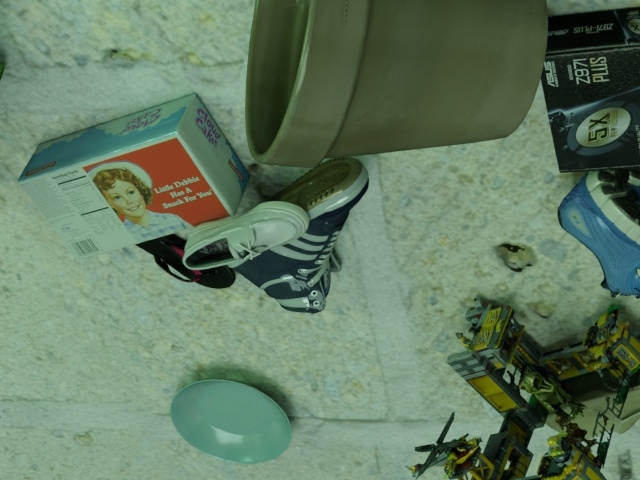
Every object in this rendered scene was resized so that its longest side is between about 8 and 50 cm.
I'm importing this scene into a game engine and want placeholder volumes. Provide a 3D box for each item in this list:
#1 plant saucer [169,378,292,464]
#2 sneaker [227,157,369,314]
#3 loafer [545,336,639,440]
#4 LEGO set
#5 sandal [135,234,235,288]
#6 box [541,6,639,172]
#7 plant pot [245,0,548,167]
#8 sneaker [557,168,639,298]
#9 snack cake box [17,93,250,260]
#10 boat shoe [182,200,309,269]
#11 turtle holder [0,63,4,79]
[{"bbox_3d":[-0.135,0.271,2.300,0.195,0.037,0.195,7,132,8],"label":"plant saucer"},{"bbox_3d":[0.000,0.000,1.970,0.153,0.099,0.282,44,135,-17],"label":"sneaker"},{"bbox_3d":[0.422,0.209,2.053,0.092,0.102,0.268,41,138,-23],"label":"loafer"},{"bbox_3d":[0.267,0.199,1.957,0.192,0.331,0.255,44,148,-21],"label":"LEGO set"},{"bbox_3d":[-0.205,0.026,2.092,0.179,0.040,0.067,29,132,-12],"label":"sandal"},{"bbox_3d":[0.340,-0.175,1.733,0.147,0.077,0.180,-3,131,18],"label":"box"},{"bbox_3d":[0.087,-0.226,1.631,0.280,0.323,0.323,7,135,-13],"label":"plant pot"},{"bbox_3d":[0.439,0.019,1.872,0.330,0.129,0.147,36,145,-13],"label":"sneaker"},{"bbox_3d":[-0.248,-0.082,1.973,0.264,0.089,0.152,-14,125,26],"label":"snack cake box"},{"bbox_3d":[-0.099,-0.001,1.896,0.184,0.063,0.066,-8,129,28],"label":"boat shoe"},{"bbox_3d":[-0.540,-0.157,1.857,0.227,0.243,0.320,18,160,-9],"label":"turtle holder"}]
